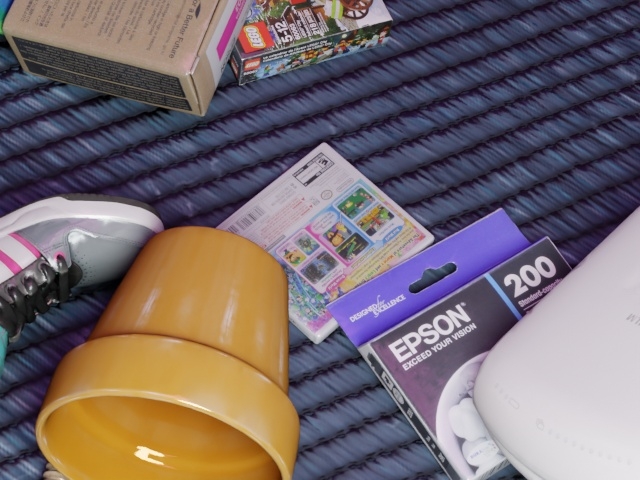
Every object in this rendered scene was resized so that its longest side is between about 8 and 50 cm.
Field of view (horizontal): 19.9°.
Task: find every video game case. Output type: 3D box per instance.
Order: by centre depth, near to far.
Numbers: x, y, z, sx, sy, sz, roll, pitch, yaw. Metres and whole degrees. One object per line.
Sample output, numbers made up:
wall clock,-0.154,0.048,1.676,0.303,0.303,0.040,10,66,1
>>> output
video game case,0.000,0.000,1.660,0.143,0.019,0.157,42,62,16

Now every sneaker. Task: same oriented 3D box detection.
sneaker,-0.266,0.066,1.519,0.296,0.123,0.178,-11,56,-5

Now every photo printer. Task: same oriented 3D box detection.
photo printer,0.287,0.094,1.463,0.307,0.107,0.256,-42,36,-15

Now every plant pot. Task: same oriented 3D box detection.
plant pot,-0.107,0.099,1.479,0.205,0.205,0.188,13,56,0

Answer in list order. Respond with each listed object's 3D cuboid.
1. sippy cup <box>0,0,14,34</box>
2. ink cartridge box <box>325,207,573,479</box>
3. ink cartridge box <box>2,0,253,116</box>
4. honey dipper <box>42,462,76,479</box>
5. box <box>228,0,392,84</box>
sippy cup,-0.365,-0.328,1.704,0.224,0.240,0.305,14,33,14
ink cartridge box,0.145,0.085,1.603,0.206,0.045,0.208,-29,71,-22
ink cartridge box,-0.161,-0.251,1.715,0.193,0.088,0.234,16,67,14
honey dipper,-0.229,0.250,1.475,0.030,0.030,0.160,15,62,1
box,-0.048,-0.274,1.804,0.159,0.044,0.233,-17,63,-17
